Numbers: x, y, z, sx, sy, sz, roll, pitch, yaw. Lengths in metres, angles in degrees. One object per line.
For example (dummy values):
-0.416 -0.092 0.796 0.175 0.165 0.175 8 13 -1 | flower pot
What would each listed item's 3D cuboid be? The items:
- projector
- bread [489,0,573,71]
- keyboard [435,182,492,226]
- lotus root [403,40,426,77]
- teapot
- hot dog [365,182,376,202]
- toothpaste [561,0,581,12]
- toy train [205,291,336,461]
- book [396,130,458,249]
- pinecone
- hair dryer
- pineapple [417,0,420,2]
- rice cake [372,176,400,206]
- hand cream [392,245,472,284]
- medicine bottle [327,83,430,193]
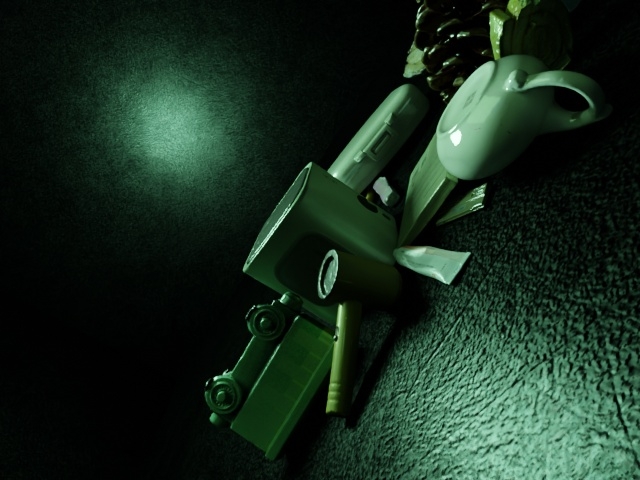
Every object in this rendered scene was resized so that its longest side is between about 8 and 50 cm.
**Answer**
0.004 0.005 1.043 0.248 0.249 0.248 -52 14 25 | projector
0.348 -0.336 0.763 0.118 0.156 0.064 -15 36 17 | bread
0.248 -0.060 0.802 0.129 0.015 0.049 -31 35 64 | keyboard
0.380 -0.655 1.629 0.329 0.078 0.166 -101 22 -70 | lotus root
0.278 -0.183 0.705 0.204 0.139 0.298 -58 10 -8 | teapot
0.143 -0.125 1.337 0.137 0.028 0.044 -70 -9 -53 | hot dog
0.507 -0.514 0.828 0.193 0.044 0.070 -48 14 38 | toothpaste
-0.087 0.258 0.897 0.300 0.203 0.120 -58 -7 -2 | toy train
0.222 -0.128 0.955 0.214 0.025 0.282 117 175 -45 | book
0.307 -0.406 0.921 0.244 0.244 0.308 142 138 -58 | pinecone
0.059 0.163 0.803 0.090 0.135 0.278 146 136 -62 | hair dryer
0.439 -0.919 1.422 0.352 0.353 0.300 -41 21 54 | pineapple
0.172 -0.133 1.225 0.047 0.036 0.206 -45 15 13 | rice cake
0.182 0.033 0.796 0.216 0.038 0.052 -162 80 -72 | hand cream
0.166 -0.295 1.398 0.375 0.123 0.282 -49 8 8 | medicine bottle
